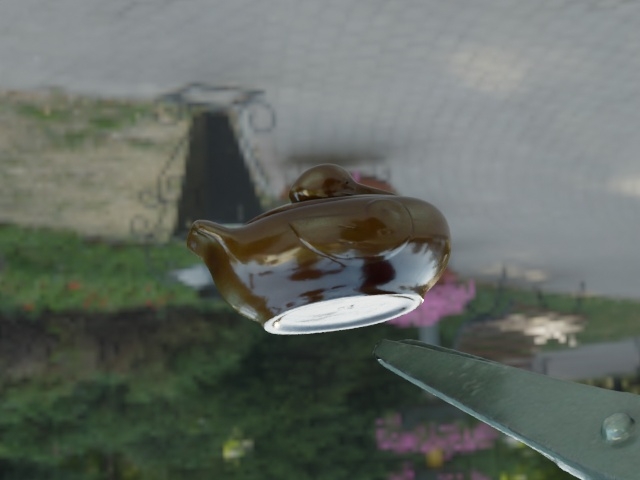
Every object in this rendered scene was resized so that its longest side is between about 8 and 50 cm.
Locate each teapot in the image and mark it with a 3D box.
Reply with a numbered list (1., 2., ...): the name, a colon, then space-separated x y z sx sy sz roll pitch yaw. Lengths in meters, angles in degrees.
1. teapot: 0.000 0.000 0.764 0.129 0.078 0.098 -7 162 -15

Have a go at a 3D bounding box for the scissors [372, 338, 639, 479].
1. scissors: 0.140 0.085 0.580 0.192 0.029 0.447 -33 -158 -21
